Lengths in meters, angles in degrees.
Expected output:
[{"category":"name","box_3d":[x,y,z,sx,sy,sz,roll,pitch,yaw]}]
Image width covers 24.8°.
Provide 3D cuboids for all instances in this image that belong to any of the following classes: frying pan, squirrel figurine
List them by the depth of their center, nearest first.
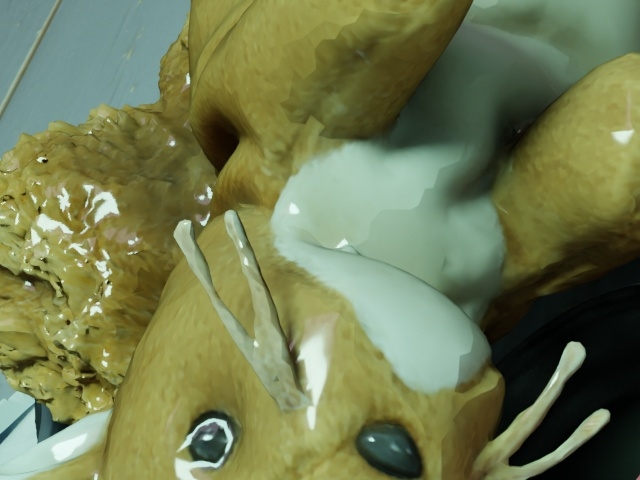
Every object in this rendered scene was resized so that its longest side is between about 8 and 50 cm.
[{"category":"frying pan","box_3d":[0.061,0.143,0.630,0.326,0.053,0.197,-42,23,25]},{"category":"squirrel figurine","box_3d":[0.000,0.000,0.638,0.397,0.281,0.370,-22,45,57]}]

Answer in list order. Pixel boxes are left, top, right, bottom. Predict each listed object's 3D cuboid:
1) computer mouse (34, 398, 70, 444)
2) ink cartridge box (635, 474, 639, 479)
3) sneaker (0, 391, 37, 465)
[{"category":"computer mouse","box_3d":[-0.085,0.103,0.787,0.188,0.072,0.272,-4,29,-5]},{"category":"ink cartridge box","box_3d":[0.181,0.190,0.360,0.306,0.131,0.226,7,54,53]},{"category":"sneaker","box_3d":[-0.162,0.141,0.863,0.235,0.095,0.090,-47,-13,-43]}]
